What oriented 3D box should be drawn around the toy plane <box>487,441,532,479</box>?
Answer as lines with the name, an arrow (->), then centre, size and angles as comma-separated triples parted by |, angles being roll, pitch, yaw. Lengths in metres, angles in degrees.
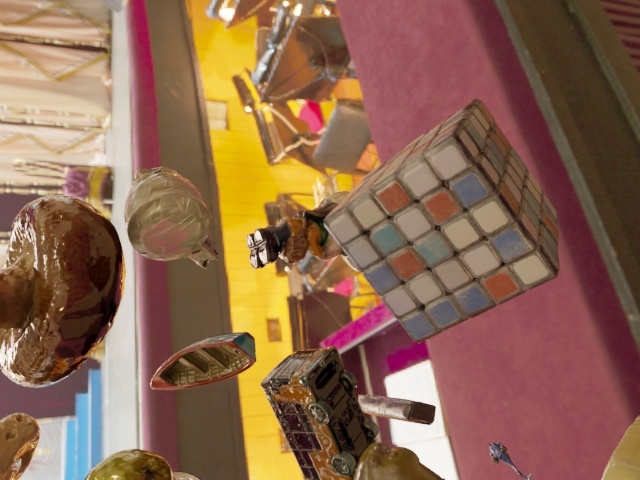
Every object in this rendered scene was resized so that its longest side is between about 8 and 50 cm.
toy plane -> 0.536, 0.629, 1.687 | 0.054, 0.062, 0.167 | -58, 23, 4

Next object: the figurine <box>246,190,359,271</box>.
figurine -> -0.011, -0.028, 1.452 | 0.185, 0.333, 0.204 | -22, 67, 61

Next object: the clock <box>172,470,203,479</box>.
clock -> -0.409, 0.771, 1.652 | 0.083, 0.231, 0.230 | 92, 163, -48

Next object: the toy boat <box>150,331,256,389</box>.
toy boat -> -0.310, 0.311, 1.511 | 0.392, 0.136, 0.079 | -25, 31, 38

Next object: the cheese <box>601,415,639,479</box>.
cheese -> 0.706, 0.552, 1.322 | 0.124, 0.266, 0.242 | 16, 108, 37

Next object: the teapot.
teapot -> -0.301, -0.061, 1.237 | 0.163, 0.222, 0.178 | -55, 40, 23

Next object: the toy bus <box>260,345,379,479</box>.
toy bus -> 0.002, 0.440, 1.484 | 0.194, 0.162, 0.323 | -13, 106, 38

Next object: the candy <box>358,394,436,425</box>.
candy -> 0.214, 0.497, 1.744 | 0.312, 0.088, 0.061 | -23, 50, 63

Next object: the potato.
potato -> 0.200, 0.599, 1.318 | 0.218, 0.202, 0.350 | -18, 105, 35

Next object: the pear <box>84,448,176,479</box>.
pear -> -0.435, 0.581, 1.325 | 0.269, 0.213, 0.212 | -48, 43, 30

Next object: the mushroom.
mushroom -> -0.514, 0.100, 1.017 | 0.334, 0.357, 0.330 | 51, 141, 37

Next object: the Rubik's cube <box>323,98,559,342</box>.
Rubik's cube -> 0.231, -0.040, 1.075 | 0.293, 0.292, 0.286 | -33, 99, 33

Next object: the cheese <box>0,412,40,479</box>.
cheese -> -0.953, 0.639, 1.810 | 0.235, 0.117, 0.217 | 106, -173, -60
